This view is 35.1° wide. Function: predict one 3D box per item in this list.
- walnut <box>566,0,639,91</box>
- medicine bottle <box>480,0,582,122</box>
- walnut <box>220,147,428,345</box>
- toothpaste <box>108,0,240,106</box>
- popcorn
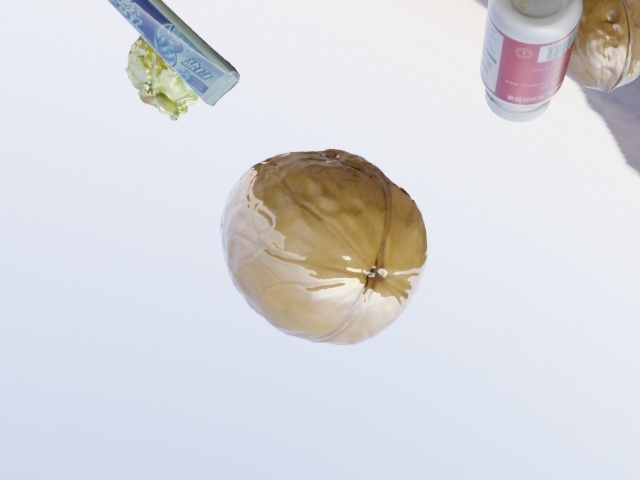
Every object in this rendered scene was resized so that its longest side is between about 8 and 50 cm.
[{"bbox_3d":[0.460,-0.348,1.679,0.167,0.167,0.207,-15,-88,-64],"label":"walnut"},{"bbox_3d":[0.304,-0.285,1.494,0.131,0.131,0.250,38,163,19],"label":"medicine bottle"},{"bbox_3d":[0.000,0.000,0.990,0.195,0.195,0.222,21,-165,-28],"label":"walnut"},{"bbox_3d":[-0.216,-0.284,1.298,0.268,0.069,0.047,44,-166,-12],"label":"toothpaste"},{"bbox_3d":[-0.258,-0.291,1.711,0.141,0.135,0.162,35,-125,-12],"label":"popcorn"}]
